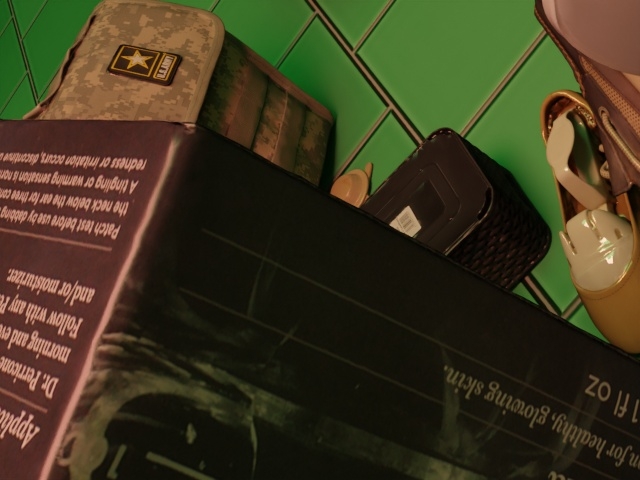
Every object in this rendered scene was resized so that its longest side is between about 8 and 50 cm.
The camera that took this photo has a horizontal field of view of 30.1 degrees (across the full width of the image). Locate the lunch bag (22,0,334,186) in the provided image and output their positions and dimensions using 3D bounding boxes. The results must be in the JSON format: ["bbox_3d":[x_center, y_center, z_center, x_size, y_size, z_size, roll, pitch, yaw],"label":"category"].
[{"bbox_3d":[-0.144,-0.104,1.211,0.169,0.287,0.235,-35,28,36],"label":"lunch bag"}]

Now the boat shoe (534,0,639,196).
[{"bbox_3d":[0.242,-0.084,0.839,0.355,0.132,0.130,-117,34,-46],"label":"boat shoe"}]

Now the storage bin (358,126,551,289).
[{"bbox_3d":[0.092,0.009,1.025,0.180,0.084,0.122,-46,39,19],"label":"storage bin"}]

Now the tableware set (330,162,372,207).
[{"bbox_3d":[0.000,0.000,1.225,0.168,0.020,0.141,-28,48,42],"label":"tableware set"}]

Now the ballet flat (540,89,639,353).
[{"bbox_3d":[0.207,-0.021,0.911,0.080,0.073,0.232,-37,42,35],"label":"ballet flat"}]

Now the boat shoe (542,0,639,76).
[{"bbox_3d":[0.273,-0.181,0.761,0.105,0.306,0.113,-120,21,-57],"label":"boat shoe"}]

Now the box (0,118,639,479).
[{"bbox_3d":[-0.044,0.235,0.713,0.297,0.480,0.472,9,76,54],"label":"box"}]
